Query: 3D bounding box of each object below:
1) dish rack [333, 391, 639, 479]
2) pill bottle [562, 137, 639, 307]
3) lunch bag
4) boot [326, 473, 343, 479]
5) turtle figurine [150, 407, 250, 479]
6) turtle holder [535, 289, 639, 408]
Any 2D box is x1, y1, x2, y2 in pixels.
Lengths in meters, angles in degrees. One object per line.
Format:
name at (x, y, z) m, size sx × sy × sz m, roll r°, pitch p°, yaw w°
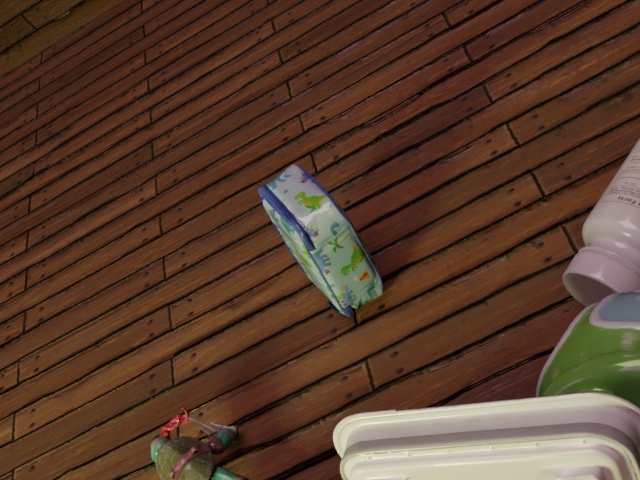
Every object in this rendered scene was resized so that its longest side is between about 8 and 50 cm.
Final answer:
dish rack at (0.191, 0.287, 0.969) m, size 0.332 × 0.285 × 0.072 m, roll -12°, pitch 31°, yaw 27°
pill bottle at (0.411, -0.016, 1.203) m, size 0.131 × 0.131 × 0.229 m, roll 21°, pitch 67°, yaw 45°
lunch bag at (0.000, 0.000, 1.422) m, size 0.090 × 0.219 × 0.176 m, roll -35°, pitch 41°, yaw -5°
boot at (0.053, 0.309, 1.187) m, size 0.305 × 0.115 × 0.112 m, roll -27°, pitch 44°, yaw 15°
turtle figurine at (-0.174, 0.337, 1.332) m, size 0.234 × 0.118 × 0.175 m, roll 30°, pitch 78°, yaw 39°
turtle holder at (0.389, 0.157, 0.987) m, size 0.320 × 0.243 × 0.227 m, roll -22°, pitch 26°, yaw 32°
